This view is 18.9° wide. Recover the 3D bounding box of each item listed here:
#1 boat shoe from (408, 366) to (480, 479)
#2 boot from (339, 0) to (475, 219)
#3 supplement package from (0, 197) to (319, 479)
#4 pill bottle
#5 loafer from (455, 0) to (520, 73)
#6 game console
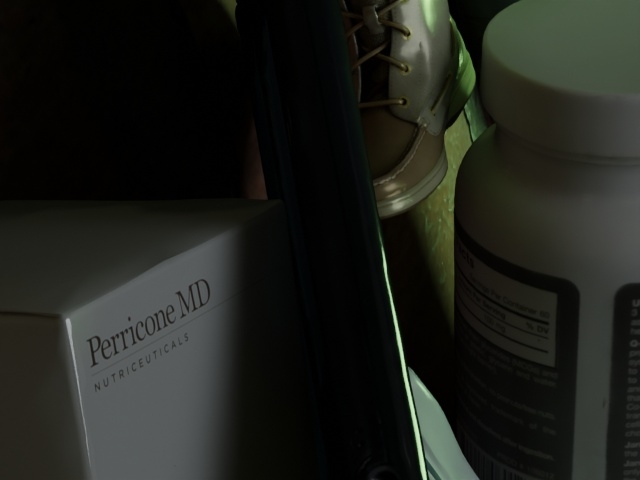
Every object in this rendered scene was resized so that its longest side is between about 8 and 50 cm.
[{"bbox_3d":[0.054,0.179,1.235,0.094,0.109,0.302,-49,133,-17],"label":"boat shoe"},{"bbox_3d":[0.034,-0.123,1.194,0.213,0.077,0.165,-63,143,-51],"label":"boot"},{"bbox_3d":[-0.110,0.143,0.826,0.177,0.175,0.293,-30,116,-58],"label":"supplement package"},{"bbox_3d":[0.194,0.030,1.290,0.210,0.210,0.363,-47,143,-51],"label":"pill bottle"},{"bbox_3d":[0.142,-0.152,1.394,0.223,0.076,0.078,61,32,-48],"label":"loafer"},{"bbox_3d":[0.000,0.000,0.935,0.342,0.060,0.386,77,2,-73],"label":"game console"}]
